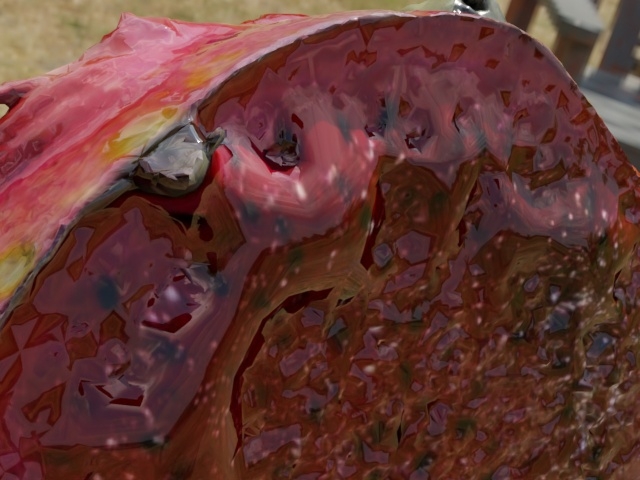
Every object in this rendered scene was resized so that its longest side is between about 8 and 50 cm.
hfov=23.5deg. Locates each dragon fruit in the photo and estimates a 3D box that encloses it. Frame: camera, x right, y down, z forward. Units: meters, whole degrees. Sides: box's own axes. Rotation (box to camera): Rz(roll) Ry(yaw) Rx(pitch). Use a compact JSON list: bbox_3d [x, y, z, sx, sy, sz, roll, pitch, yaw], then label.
[{"bbox_3d":[-0.046,0.079,0.621,0.386,0.371,0.249,-41,35,-24],"label":"dragon fruit"}]

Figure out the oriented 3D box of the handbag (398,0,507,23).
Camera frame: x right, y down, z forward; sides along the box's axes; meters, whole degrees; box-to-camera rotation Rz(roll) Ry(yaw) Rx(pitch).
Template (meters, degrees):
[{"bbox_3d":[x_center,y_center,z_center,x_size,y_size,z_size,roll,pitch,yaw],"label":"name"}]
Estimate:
[{"bbox_3d":[0.003,-0.004,0.995,0.109,0.253,0.315,26,67,-28],"label":"handbag"}]
